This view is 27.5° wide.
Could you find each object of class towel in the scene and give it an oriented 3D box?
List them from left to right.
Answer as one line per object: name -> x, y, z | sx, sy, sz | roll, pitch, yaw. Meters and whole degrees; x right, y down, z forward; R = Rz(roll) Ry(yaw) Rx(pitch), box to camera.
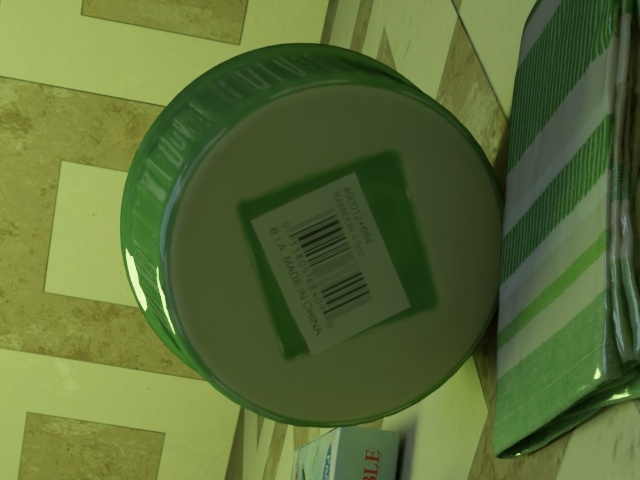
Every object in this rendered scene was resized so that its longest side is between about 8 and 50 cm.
towel -> 0.161, -0.041, 0.828 | 0.248, 0.038, 0.324 | 116, 161, -70

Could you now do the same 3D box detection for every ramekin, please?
ramekin -> 0.000, 0.000, 1.028 | 0.148, 0.304, 0.303 | -140, 59, -73

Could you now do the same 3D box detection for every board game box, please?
board game box -> 0.004, 0.367, 1.368 | 0.318, 0.066, 0.318 | 125, 153, -74
